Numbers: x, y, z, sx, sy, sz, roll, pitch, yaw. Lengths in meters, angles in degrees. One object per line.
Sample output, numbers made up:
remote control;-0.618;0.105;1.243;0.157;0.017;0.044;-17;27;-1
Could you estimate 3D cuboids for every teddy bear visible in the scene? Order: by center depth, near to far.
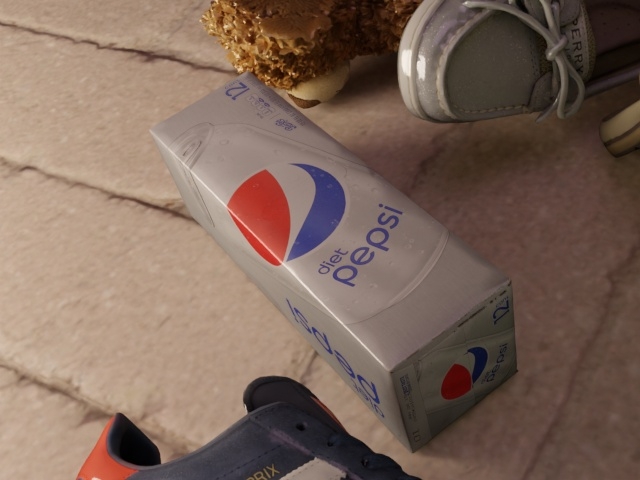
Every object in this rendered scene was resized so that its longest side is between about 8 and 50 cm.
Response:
teddy bear;0.069;-0.208;0.773;0.245;0.113;0.338;29;54;26

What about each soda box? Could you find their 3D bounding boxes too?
soda box;0.000;0.000;0.597;0.091;0.098;0.286;-34;50;-15

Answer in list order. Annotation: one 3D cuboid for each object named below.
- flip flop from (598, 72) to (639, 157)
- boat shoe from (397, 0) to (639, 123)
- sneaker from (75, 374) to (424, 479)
flip flop;0.243;-0.117;0.531;0.112;0.277;0.080;-19;87;-8
boat shoe;0.204;-0.161;0.644;0.321;0.118;0.103;-19;27;-21
sneaker;0.022;0.141;0.442;0.350;0.131;0.148;-1;54;15
